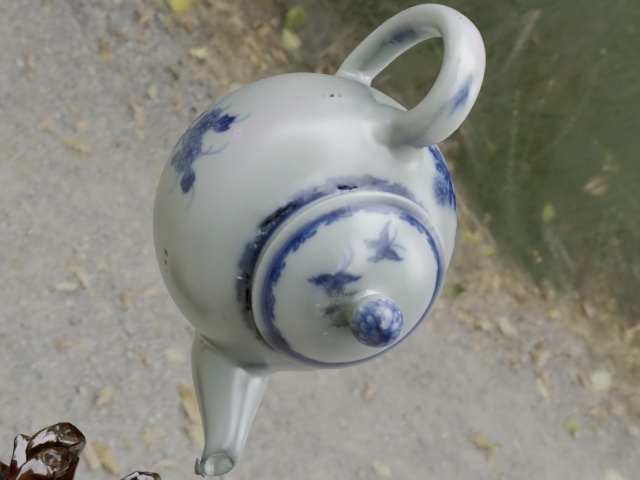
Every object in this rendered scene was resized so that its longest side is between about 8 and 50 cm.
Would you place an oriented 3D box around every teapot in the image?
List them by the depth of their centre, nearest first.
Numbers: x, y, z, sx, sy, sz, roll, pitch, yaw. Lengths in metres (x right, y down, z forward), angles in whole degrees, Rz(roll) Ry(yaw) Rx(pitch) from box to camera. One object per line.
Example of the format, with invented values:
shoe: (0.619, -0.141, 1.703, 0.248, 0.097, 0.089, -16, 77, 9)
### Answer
teapot: (0.000, 0.000, 1.077, 0.252, 0.424, 0.280, 23, 18, -32)

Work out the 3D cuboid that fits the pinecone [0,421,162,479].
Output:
pinecone: (-0.200, 0.206, 0.716, 0.246, 0.292, 0.246, -32, 131, -48)
